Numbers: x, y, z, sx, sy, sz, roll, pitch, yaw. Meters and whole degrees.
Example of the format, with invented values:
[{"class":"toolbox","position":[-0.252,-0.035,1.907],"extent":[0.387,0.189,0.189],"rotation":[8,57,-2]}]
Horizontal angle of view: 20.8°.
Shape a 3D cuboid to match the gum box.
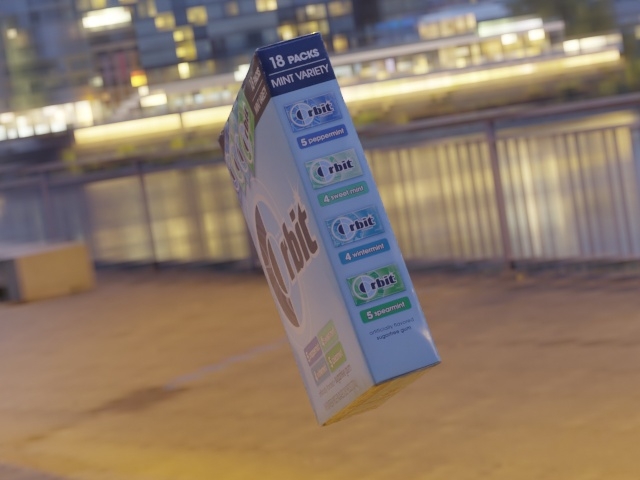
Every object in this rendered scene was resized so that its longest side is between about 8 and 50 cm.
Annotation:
[{"class":"gum box","position":[0.000,0.000,0.955],"extent":[0.041,0.184,0.157],"rotation":[-18,-10,-14]}]
